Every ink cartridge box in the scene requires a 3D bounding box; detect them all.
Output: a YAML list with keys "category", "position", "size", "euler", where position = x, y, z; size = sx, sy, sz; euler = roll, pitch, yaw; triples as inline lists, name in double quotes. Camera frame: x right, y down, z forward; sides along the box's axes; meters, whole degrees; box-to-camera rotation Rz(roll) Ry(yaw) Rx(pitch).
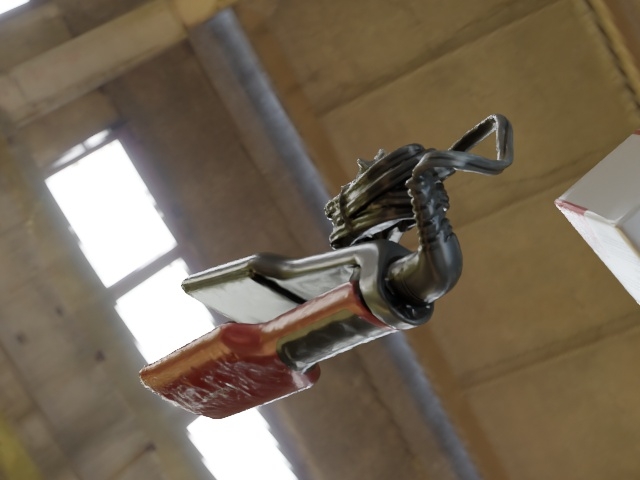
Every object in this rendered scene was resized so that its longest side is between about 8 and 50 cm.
- category: "ink cartridge box"
  position: [0.361, 0.040, 1.370]
  size: [0.273, 0.114, 0.197]
  euler: [49, 0, -10]

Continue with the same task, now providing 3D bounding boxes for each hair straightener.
- category: "hair straightener"
  position: [0.000, 0.000, 0.500]
  size: [0.047, 0.089, 0.230]
  euler: [27, -23, -11]
